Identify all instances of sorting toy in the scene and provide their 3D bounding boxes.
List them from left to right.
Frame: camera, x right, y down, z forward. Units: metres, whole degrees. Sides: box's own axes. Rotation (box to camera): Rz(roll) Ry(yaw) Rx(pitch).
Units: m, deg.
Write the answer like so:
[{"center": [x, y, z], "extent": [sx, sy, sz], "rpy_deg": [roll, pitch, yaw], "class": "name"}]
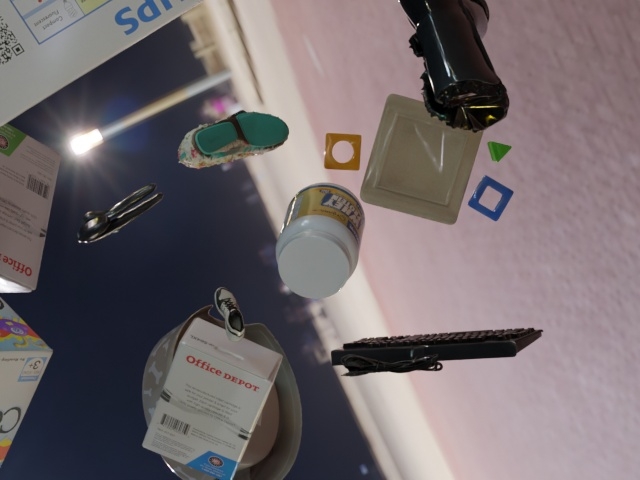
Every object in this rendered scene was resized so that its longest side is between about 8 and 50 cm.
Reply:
[{"center": [0.174, -0.142, 2.192], "extent": [0.047, 0.347, 0.196], "rpy_deg": [-136, 61, -79], "class": "sorting toy"}]

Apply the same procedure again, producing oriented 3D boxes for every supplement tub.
[{"center": [0.000, 0.000, 2.185], "extent": [0.200, 0.144, 0.144], "rpy_deg": [-77, -34, -61], "class": "supplement tub"}]

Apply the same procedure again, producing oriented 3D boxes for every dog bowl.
[{"center": [-0.181, 0.294, 2.276], "extent": [0.349, 0.102, 0.349], "rpy_deg": [30, -129, -44], "class": "dog bowl"}]

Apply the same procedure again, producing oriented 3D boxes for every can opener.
[{"center": [-0.389, -0.049, 2.441], "extent": [0.059, 0.186, 0.073], "rpy_deg": [62, 179, -39], "class": "can opener"}]

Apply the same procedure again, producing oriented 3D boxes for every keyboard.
[{"center": [0.153, 0.163, 1.873], "extent": [0.201, 0.317, 0.033], "rpy_deg": [-21, -78, -56], "class": "keyboard"}]

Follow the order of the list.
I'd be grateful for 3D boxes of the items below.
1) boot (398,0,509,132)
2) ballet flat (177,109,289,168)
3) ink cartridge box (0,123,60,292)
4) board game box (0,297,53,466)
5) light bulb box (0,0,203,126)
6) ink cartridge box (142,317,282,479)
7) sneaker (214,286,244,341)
[{"center": [0.168, -0.221, 1.524], "extent": [0.246, 0.094, 0.207], "rpy_deg": [25, -137, -63], "class": "boot"}, {"center": [-0.162, -0.180, 2.244], "extent": [0.077, 0.241, 0.091], "rpy_deg": [-30, 78, 44], "class": "ballet flat"}, {"center": [-0.473, -0.049, 1.795], "extent": [0.160, 0.092, 0.219], "rpy_deg": [34, -123, -52], "class": "ink cartridge box"}, {"center": [-0.399, 0.082, 1.153], "extent": [0.275, 0.142, 0.144], "rpy_deg": [38, -160, 32], "class": "board game box"}, {"center": [-0.324, -0.386, 1.416], "extent": [0.361, 0.358, 0.225], "rpy_deg": [59, 178, -24], "class": "light bulb box"}, {"center": [-0.160, 0.238, 1.864], "extent": [0.148, 0.203, 0.086], "rpy_deg": [24, -154, 1], "class": "ink cartridge box"}, {"center": [-0.124, 0.100, 1.766], "extent": [0.083, 0.032, 0.037], "rpy_deg": [67, 156, 19], "class": "sneaker"}]
